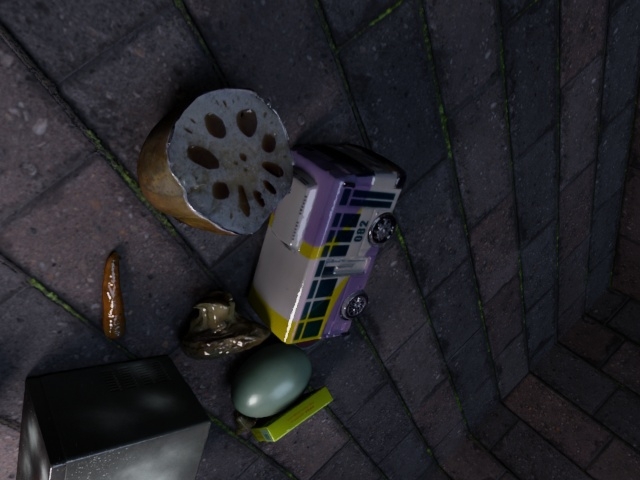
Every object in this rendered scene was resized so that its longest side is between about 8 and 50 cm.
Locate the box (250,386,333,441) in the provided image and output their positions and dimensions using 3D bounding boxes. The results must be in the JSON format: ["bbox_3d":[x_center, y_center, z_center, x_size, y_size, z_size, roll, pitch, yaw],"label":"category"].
[{"bbox_3d":[-0.090,0.491,1.390,0.186,0.047,0.335,-29,170,-23],"label":"box"}]

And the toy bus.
[{"bbox_3d":[0.000,0.000,1.152,0.249,0.209,0.440,-1,119,-40],"label":"toy bus"}]

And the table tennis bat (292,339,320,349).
[{"bbox_3d":[-0.051,0.240,1.400,0.244,0.040,0.153,24,101,-51],"label":"table tennis bat"}]

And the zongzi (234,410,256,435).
[{"bbox_3d":[-0.239,0.530,1.436,0.083,0.040,0.076,-37,132,10],"label":"zongzi"}]

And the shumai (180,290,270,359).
[{"bbox_3d":[-0.231,0.194,1.150,0.161,0.209,0.153,-34,109,-72],"label":"shumai"}]

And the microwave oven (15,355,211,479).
[{"bbox_3d":[-0.457,0.512,1.080,0.374,0.236,0.433,0,117,-40],"label":"microwave oven"}]

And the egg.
[{"bbox_3d":[-0.130,0.370,1.317,0.230,0.168,0.168,-31,134,-15],"label":"egg"}]

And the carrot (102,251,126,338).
[{"bbox_3d":[-0.417,0.112,0.993,0.047,0.047,0.191,-12,118,-35],"label":"carrot"}]

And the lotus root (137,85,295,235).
[{"bbox_3d":[-0.196,-0.132,0.898,0.272,0.191,0.273,11,75,-47],"label":"lotus root"}]
